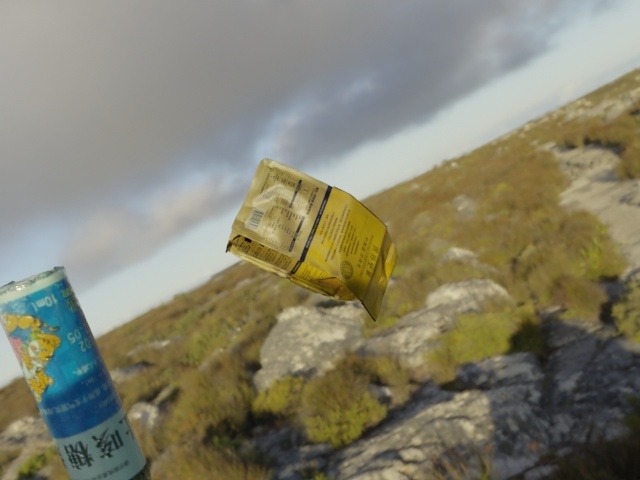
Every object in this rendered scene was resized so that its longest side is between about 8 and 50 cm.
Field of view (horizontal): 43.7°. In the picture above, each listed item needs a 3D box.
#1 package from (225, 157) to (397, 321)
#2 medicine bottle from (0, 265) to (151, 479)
[{"bbox_3d":[0.000,0.000,0.587,0.071,0.131,0.047,-67,7,-31],"label":"package"},{"bbox_3d":[-0.156,0.111,0.524,0.051,0.191,0.051,-20,10,4],"label":"medicine bottle"}]
